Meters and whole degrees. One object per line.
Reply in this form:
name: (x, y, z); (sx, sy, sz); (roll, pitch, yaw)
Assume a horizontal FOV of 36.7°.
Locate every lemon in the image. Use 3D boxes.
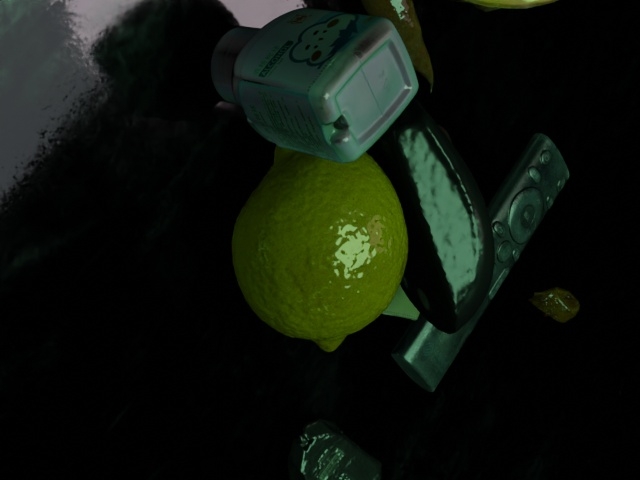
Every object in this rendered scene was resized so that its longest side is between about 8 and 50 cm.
lemon: (0.000, 0.000, 0.988); (0.187, 0.187, 0.244); (-17, 107, -40)

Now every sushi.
sushi: (0.360, 0.100, 1.476); (0.099, 0.047, 0.050); (26, 42, -35)

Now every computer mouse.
computer mouse: (0.125, -0.034, 1.066); (0.100, 0.170, 0.269); (-24, 107, -14)
computer mouse: (0.013, 0.285, 1.197); (0.099, 0.057, 0.172); (-48, 121, -18)

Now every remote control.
remote control: (0.225, 0.027, 1.320); (0.377, 0.044, 0.107); (-54, 138, -15)

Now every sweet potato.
sweet potato: (0.090, -0.237, 1.086); (0.056, 0.056, 0.195); (-53, 138, -17)

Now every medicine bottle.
medicine bottle: (-0.017, -0.152, 0.910); (0.119, 0.188, 0.094); (-49, 133, -21)

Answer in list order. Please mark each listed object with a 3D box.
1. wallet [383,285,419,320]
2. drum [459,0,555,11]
wallet: (0.106, 0.018, 1.201); (0.110, 0.039, 0.155); (15, 94, -50)
drum: (0.133, -0.428, 0.873); (0.431, 0.214, 0.431); (-11, 115, -25)
